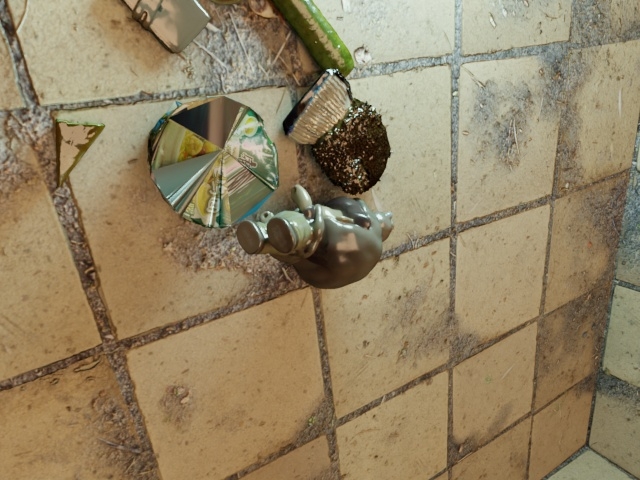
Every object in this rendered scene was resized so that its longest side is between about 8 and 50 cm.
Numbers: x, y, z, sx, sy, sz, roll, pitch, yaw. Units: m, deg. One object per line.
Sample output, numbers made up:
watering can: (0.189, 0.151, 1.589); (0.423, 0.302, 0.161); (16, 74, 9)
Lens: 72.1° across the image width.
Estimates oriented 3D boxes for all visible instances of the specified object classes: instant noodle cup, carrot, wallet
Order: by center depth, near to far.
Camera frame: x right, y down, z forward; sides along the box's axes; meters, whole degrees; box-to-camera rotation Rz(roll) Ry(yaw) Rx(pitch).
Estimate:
wallet: (-0.285, -0.429, 0.793); (0.118, 0.039, 0.153); (-52, 125, -9)
instant noodle cup: (-0.220, -0.157, 0.836); (0.240, 0.178, 0.240); (-10, 111, -28)
carrot: (-0.053, -0.479, 0.902); (0.358, 0.074, 0.074); (43, 82, -31)

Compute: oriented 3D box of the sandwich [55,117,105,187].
sandwich: (-0.425, -0.152, 0.778); (0.074, 0.074, 0.116); (-1, 107, -31)

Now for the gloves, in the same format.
gloves: (0.059, -0.224, 1.011); (0.312, 0.135, 0.210); (32, 84, -37)

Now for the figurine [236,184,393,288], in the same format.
figurine: (-0.001, 0.000, 0.946); (0.248, 0.203, 0.380); (-35, 158, 27)

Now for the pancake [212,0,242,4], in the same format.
pancake: (-0.186, -0.514, 0.808); (0.152, 0.025, 0.151); (-3, 124, -5)
